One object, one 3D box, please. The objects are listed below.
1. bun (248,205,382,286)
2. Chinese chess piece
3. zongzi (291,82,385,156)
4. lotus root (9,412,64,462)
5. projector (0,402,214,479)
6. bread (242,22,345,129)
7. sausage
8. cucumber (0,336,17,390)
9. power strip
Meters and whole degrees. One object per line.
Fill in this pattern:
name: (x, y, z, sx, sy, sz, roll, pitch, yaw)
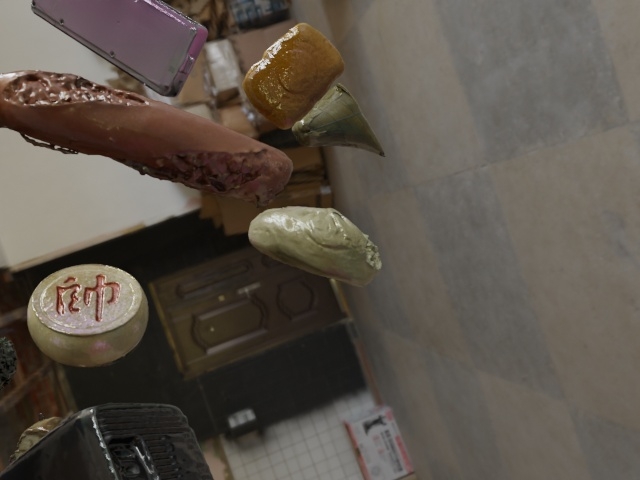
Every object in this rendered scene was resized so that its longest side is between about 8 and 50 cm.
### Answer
bun: (0.000, 0.000, 1.237, 0.210, 0.237, 0.116, -163, 90, -72)
Chinese chess piece: (-0.538, 0.172, 1.689, 0.270, 0.269, 0.112, -120, 32, -46)
zongzi: (0.056, -0.283, 2.039, 0.115, 0.228, 0.256, -13, 118, 51)
lotus root: (-0.578, 0.507, 1.535, 0.074, 0.170, 0.261, -30, -50, -82)
projector: (-0.320, 0.497, 1.056, 0.242, 0.405, 0.395, 21, -147, -57)
bread: (-0.068, -0.388, 1.733, 0.174, 0.245, 0.121, 44, 169, -3)
sausage: (-0.178, -0.106, 0.752, 0.087, 0.326, 0.079, -26, 52, 59)
cucumber: (-0.443, 0.119, 0.807, 0.359, 0.096, 0.096, 99, 149, -74)
power strip: (-0.285, -0.308, 1.014, 0.278, 0.109, 0.037, 33, -164, 10)
